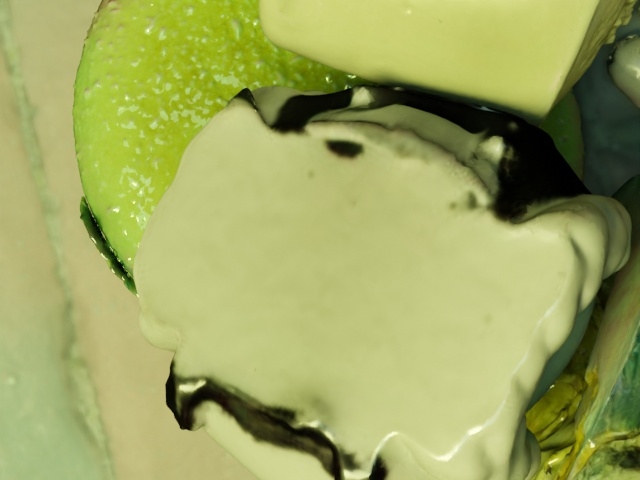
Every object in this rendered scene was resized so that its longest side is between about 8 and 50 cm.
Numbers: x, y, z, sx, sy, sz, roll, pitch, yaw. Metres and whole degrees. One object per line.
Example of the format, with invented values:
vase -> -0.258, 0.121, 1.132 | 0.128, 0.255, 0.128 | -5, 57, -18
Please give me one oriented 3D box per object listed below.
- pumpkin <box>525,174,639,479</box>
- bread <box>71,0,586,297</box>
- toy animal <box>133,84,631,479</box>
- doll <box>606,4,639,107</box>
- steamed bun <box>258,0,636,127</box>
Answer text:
pumpkin -> 0.191, 0.135, 0.688 | 0.197, 0.263, 0.293 | 22, 94, 3
bread -> 0.002, -0.075, 0.774 | 0.301, 0.045, 0.301 | 0, 80, -2
toy animal -> 0.036, 0.030, 0.662 | 0.208, 0.156, 0.204 | 22, 86, 30
doll -> 0.230, -0.125, 0.726 | 0.095, 0.149, 0.192 | 13, 110, -15
steamed bun -> 0.083, -0.190, 0.695 | 0.200, 0.155, 0.250 | 25, 60, 5
